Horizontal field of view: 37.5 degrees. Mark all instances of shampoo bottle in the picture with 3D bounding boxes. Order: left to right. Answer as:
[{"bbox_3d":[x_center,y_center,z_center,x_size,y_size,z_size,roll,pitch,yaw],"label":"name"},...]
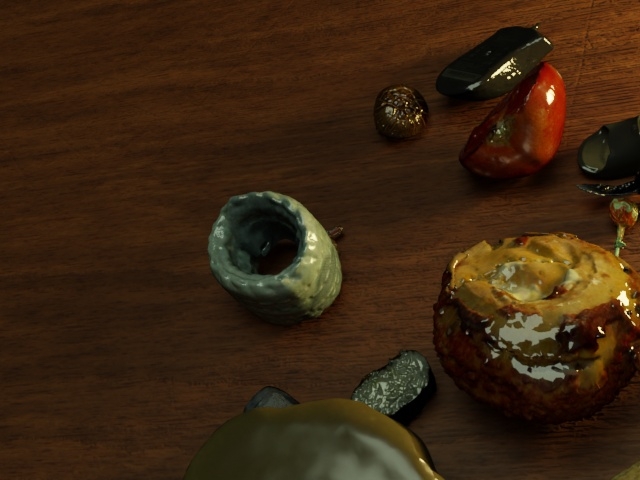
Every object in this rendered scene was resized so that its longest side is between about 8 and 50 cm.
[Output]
[{"bbox_3d":[-0.027,0.325,1.531,0.234,0.049,0.087,33,73,35],"label":"shampoo bottle"}]

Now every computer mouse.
[{"bbox_3d":[0.348,-0.341,1.871,0.264,0.088,0.147,-38,33,-10],"label":"computer mouse"}]

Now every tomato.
[{"bbox_3d":[0.369,-0.197,1.706,0.233,0.139,0.200,-45,8,33],"label":"tomato"}]

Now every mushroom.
[{"bbox_3d":[0.158,-0.256,1.875,0.109,0.085,0.126,-6,59,15],"label":"mushroom"}]

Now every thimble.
[{"bbox_3d":[-0.087,0.027,1.682,0.205,0.172,0.250,-48,56,-4],"label":"thimble"}]

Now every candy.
[{"bbox_3d":[0.501,0.009,1.585,0.056,0.049,0.184,25,64,-16],"label":"candy"}]

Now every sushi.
[{"bbox_3d":[0.118,0.249,1.518,0.150,0.078,0.090,-39,58,-11],"label":"sushi"}]

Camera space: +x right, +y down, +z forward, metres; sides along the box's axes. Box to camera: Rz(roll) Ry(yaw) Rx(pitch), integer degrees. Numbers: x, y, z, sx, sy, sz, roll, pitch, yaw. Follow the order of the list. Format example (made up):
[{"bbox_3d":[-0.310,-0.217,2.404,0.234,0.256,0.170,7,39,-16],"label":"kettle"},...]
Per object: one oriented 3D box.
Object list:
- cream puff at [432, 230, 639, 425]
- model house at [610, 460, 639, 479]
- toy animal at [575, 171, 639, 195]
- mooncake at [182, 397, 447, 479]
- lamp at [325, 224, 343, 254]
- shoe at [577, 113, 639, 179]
[{"bbox_3d":[0.334,0.143,1.422,0.350,0.228,0.350,-8,29,4],"label":"cream puff"},{"bbox_3d":[0.488,0.327,1.226,0.193,0.234,0.174,-28,51,-5],"label":"model house"},{"bbox_3d":[0.554,-0.095,1.611,0.220,0.108,0.062,0,85,2],"label":"toy animal"},{"bbox_3d":[0.009,0.451,1.268,0.467,0.262,0.467,-7,64,15],"label":"mooncake"},{"bbox_3d":[0.000,0.000,1.779,0.083,0.031,0.063,-1,53,23],"label":"lamp"},{"bbox_3d":[0.577,-0.182,1.666,0.241,0.093,0.108,-5,55,14],"label":"shoe"}]
